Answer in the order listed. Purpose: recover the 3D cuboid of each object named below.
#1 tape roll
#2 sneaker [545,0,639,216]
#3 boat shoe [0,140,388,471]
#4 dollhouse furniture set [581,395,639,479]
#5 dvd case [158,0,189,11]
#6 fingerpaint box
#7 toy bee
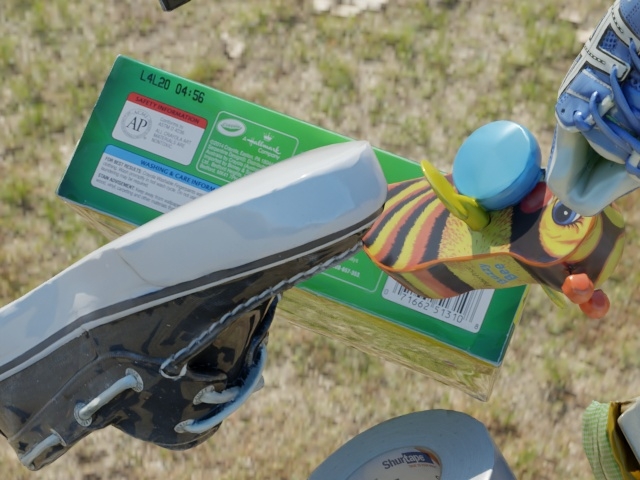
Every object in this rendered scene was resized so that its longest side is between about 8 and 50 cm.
[{"bbox_3d":[0.076,0.255,1.288,0.219,0.072,0.219,-26,24,13],"label":"tape roll"},{"bbox_3d":[0.142,-0.065,0.535,0.080,0.211,0.081,35,75,8],"label":"sneaker"},{"bbox_3d":[-0.069,0.045,0.645,0.108,0.301,0.102,-30,93,-49],"label":"boat shoe"},{"bbox_3d":[0.321,0.329,1.471,0.151,0.197,0.301,-25,82,-9],"label":"dollhouse furniture set"},{"bbox_3d":[-0.159,-0.292,0.958,0.029,0.239,0.179,-26,34,-2],"label":"dvd case"},{"bbox_3d":[0.000,0.000,1.447,0.445,0.371,0.163,21,81,10],"label":"fingerpaint box"},{"bbox_3d":[0.152,-0.012,1.034,0.195,0.298,0.162,21,52,-26],"label":"toy bee"}]
